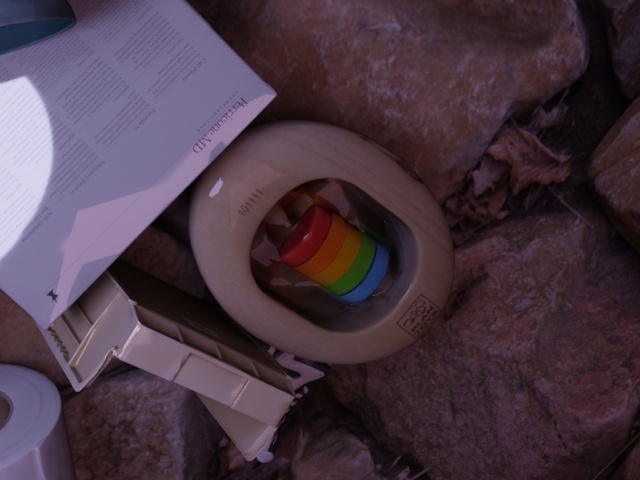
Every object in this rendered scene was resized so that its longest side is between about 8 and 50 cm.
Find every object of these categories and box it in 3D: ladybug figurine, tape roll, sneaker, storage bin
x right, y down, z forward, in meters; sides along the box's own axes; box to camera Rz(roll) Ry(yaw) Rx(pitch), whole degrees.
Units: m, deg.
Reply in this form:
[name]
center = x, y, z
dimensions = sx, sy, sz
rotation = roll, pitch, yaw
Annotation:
[ladybug figurine]
center = 0.000, 0.000, 1.362
dimensions = 0.449, 0.162, 0.305
rotation = 38, 92, -35
[tape roll]
center = -0.429, 0.286, 1.232
dimensions = 0.246, 0.246, 0.169
rotation = -14, 118, -21
[sneaker]
center = -0.040, 0.217, 1.487
dimensions = 0.153, 0.094, 0.235
rotation = -9, 107, -14
[storage bin]
center = -0.198, 0.140, 1.272
dimensions = 0.262, 0.260, 0.123
rotation = 32, 93, -34

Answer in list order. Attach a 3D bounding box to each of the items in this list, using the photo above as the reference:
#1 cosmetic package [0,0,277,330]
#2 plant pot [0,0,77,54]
[cosmetic package]
center = -0.281, -0.132, 1.135
dimensions = 0.377, 0.097, 0.284
rotation = -45, 99, -1
[plant pot]
center = -0.393, -0.255, 0.907
dimensions = 0.293, 0.293, 0.196
rotation = -19, 100, -18
